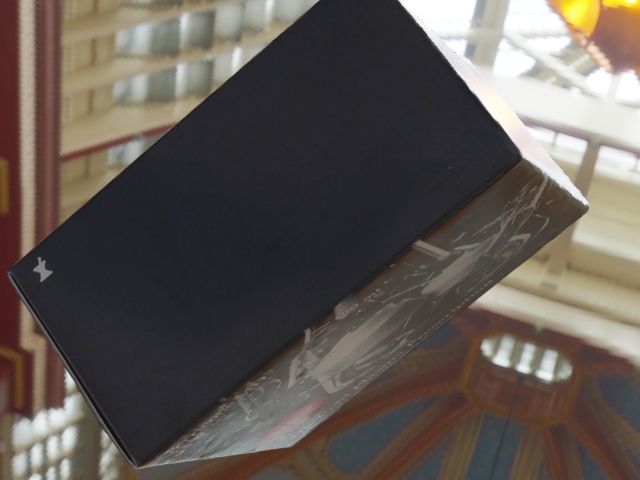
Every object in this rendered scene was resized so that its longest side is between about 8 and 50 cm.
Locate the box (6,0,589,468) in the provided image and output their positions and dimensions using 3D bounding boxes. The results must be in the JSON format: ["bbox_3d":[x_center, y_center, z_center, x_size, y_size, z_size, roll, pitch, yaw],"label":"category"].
[{"bbox_3d":[0.000,0.000,1.077,0.343,0.312,0.179,-40,-107,12],"label":"box"}]
